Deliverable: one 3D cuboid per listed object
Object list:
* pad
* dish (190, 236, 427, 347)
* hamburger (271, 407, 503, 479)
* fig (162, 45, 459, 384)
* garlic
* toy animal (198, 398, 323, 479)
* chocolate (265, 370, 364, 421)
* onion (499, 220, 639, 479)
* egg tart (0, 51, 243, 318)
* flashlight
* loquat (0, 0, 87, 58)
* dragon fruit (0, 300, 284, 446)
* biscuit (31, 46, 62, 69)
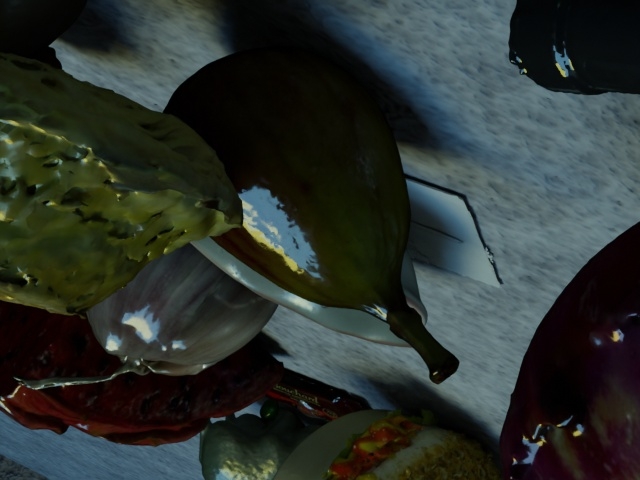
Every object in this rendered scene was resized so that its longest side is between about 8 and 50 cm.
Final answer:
[{"bbox_3d":[0.032,-0.031,1.434,0.232,0.004,0.156,20,159,27],"label":"pad"},{"bbox_3d":[0.000,0.000,1.434,0.229,0.081,0.229,24,164,7],"label":"dish"},{"bbox_3d":[0.071,0.312,1.856,0.179,0.276,0.294,27,170,46],"label":"hamburger"},{"bbox_3d":[0.006,-0.016,1.244,0.274,0.145,0.170,51,161,6],"label":"fig"},{"bbox_3d":[-0.148,0.050,1.626,0.207,0.207,0.256,36,121,-19],"label":"garlic"},{"bbox_3d":[-0.026,0.263,2.140,0.236,0.138,0.108,11,-172,13],"label":"toy animal"},{"bbox_3d":[-0.019,0.174,2.017,0.182,0.028,0.086,22,158,28],"label":"chocolate"},{"bbox_3d":[0.286,0.114,1.020,0.358,0.345,0.358,16,144,12],"label":"onion"},{"bbox_3d":[-0.215,-0.037,1.105,0.341,0.132,0.341,16,172,2],"label":"egg tart"},{"bbox_3d":[0.192,-0.097,0.888,0.232,0.093,0.093,10,153,48],"label":"flashlight"},{"bbox_3d":[-0.222,-0.200,1.114,0.179,0.179,0.227,29,157,4],"label":"loquat"},{"bbox_3d":[-0.251,0.136,1.957,0.329,0.228,0.286,4,151,49],"label":"dragon fruit"},{"bbox_3d":[-0.314,-0.093,1.334,0.289,0.334,0.081,48,125,9],"label":"biscuit"}]
